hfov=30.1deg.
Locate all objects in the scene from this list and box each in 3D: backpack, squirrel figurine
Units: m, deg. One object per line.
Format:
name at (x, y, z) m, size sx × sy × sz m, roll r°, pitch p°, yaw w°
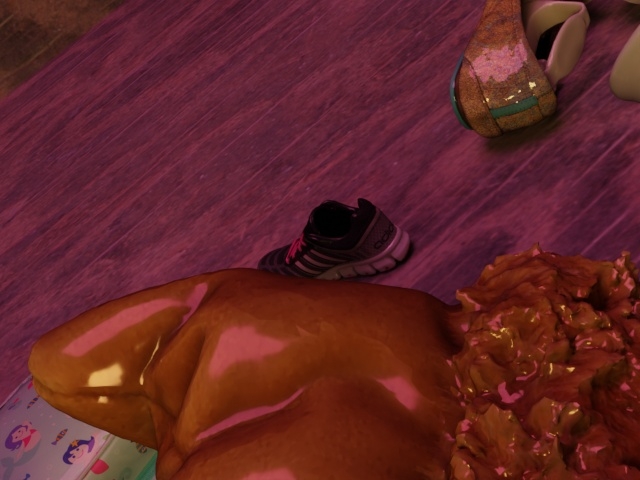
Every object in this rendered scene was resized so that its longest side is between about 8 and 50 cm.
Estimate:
backpack at (-0.174, 0.201, 0.909) m, size 0.253 × 0.191 × 0.225 m, roll -5°, pitch 41°, yaw 53°
squirrel figurine at (0.045, 0.171, 0.566) m, size 0.397 × 0.281 × 0.370 m, roll -22°, pitch 20°, yaw 8°

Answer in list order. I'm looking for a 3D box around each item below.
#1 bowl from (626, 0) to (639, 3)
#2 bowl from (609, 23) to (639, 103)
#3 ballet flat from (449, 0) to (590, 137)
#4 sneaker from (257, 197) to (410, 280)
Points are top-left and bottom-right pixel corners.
bowl at (0.322, -0.290, 1.187) m, size 0.080 × 0.170 × 0.170 m, roll 116°, pitch 178°, yaw -45°
bowl at (0.361, -0.150, 0.833) m, size 0.298 × 0.134 × 0.298 m, roll -31°, pitch -15°, yaw -9°
ballet flat at (0.224, -0.240, 1.224) m, size 0.123 × 0.123 × 0.348 m, roll -15°, pitch 39°, yaw 35°
sneaker at (0.000, 0.000, 1.135) m, size 0.170 × 0.075 × 0.063 m, roll -14°, pitch 34°, yaw 36°
